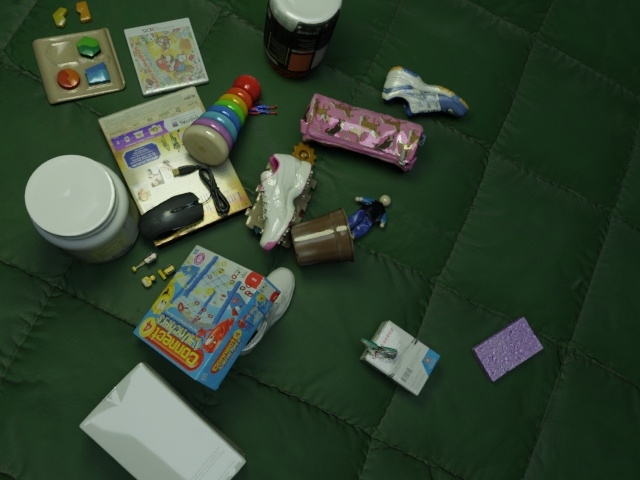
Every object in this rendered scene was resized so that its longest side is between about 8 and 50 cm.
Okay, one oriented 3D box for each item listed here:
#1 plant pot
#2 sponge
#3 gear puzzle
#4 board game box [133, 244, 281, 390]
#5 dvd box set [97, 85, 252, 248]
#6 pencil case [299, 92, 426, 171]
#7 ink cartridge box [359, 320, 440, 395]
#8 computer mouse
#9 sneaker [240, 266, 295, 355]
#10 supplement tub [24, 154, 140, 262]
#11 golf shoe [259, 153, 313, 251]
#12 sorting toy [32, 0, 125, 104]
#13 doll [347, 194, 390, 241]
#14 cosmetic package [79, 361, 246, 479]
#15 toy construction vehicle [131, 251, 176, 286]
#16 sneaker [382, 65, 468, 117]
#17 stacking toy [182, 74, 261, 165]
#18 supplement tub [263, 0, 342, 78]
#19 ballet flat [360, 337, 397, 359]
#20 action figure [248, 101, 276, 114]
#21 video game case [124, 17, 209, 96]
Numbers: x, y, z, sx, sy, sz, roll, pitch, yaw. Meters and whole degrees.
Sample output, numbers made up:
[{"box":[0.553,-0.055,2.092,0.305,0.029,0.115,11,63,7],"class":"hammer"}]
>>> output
[{"box":[0.000,0.000,1.582,0.165,0.167,0.167,-13,81,-5],"class":"plant pot"},{"box":[0.593,0.343,1.714,0.210,0.031,0.117,-28,85,-14],"class":"sponge"},{"box":[-0.111,-0.158,1.664,0.175,0.044,0.338,29,73,-24],"class":"gear puzzle"},{"box":[-0.309,0.194,1.449,0.308,0.086,0.302,20,70,40],"class":"board game box"},{"box":[-0.431,-0.223,1.617,0.308,0.062,0.420,-26,84,-15],"class":"dvd box set"},{"box":[0.127,-0.338,1.696,0.386,0.167,0.160,16,98,-7],"class":"pencil case"},{"box":[0.237,0.351,1.618,0.191,0.082,0.139,35,75,0],"class":"ink cartridge box"},{"box":[-0.404,-0.121,1.537,0.262,0.060,0.184,-21,84,-15],"class":"computer mouse"},{"box":[-0.156,0.196,1.532,0.108,0.169,0.292,31,74,-1],"class":"sneaker"},{"box":[-0.613,-0.076,1.416,0.236,0.325,0.235,2,78,-10],"class":"supplement tub"},{"box":[-0.132,-0.117,1.570,0.140,0.115,0.306,27,66,-16],"class":"golf shoe"},{"box":[-0.747,-0.578,1.637,0.229,0.041,0.307,-18,83,-14],"class":"sorting toy"},{"box":[0.149,-0.083,1.707,0.189,0.046,0.129,-38,89,-15],"class":"doll"},{"box":[-0.407,0.525,1.427,0.385,0.156,0.217,44,74,1],"class":"cosmetic package"},{"box":[-0.483,0.082,1.565,0.098,0.035,0.086,-38,99,-13],"class":"toy construction vehicle"},{"box":[0.343,-0.461,1.803,0.297,0.112,0.131,24,93,-4],"class":"sneaker"},{"box":[-0.275,-0.379,1.604,0.141,0.141,0.330,26,56,-5],"class":"stacking toy"},{"box":[-0.064,-0.643,1.626,0.207,0.338,0.207,2,78,-11],"class":"supplement tub"},{"box":[0.165,0.316,1.553,0.114,0.041,0.041,20,76,-4],"class":"ballet flat"},{"box":[-0.197,-0.419,1.718,0.115,0.030,0.038,-2,83,-9],"class":"action figure"},{"box":[-0.483,-0.577,1.696,0.206,0.026,0.227,-17,83,-13],"class":"video game case"}]
